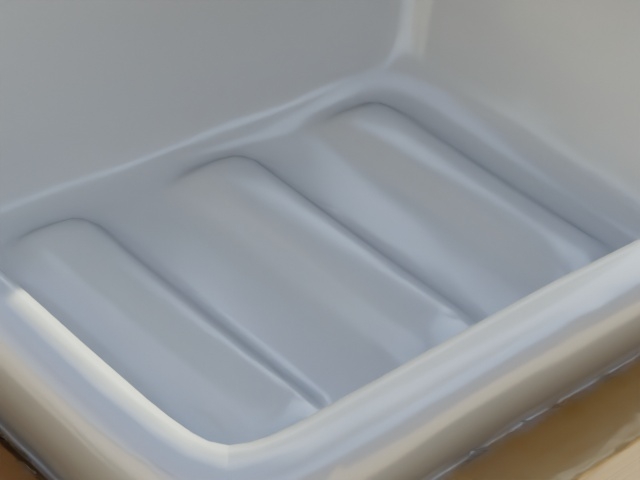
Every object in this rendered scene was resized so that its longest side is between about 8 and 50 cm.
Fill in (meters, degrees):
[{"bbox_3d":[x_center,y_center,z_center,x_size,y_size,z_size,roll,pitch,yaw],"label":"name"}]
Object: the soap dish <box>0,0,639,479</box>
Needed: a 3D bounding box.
[{"bbox_3d":[0.000,0.000,0.468,0.291,0.118,0.229,-25,48,-38],"label":"soap dish"}]
